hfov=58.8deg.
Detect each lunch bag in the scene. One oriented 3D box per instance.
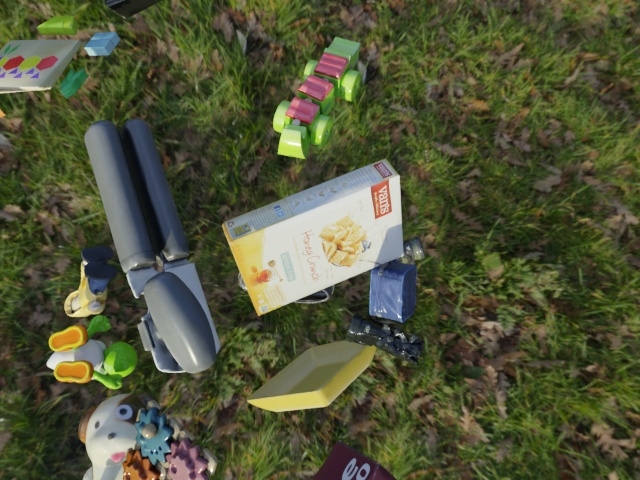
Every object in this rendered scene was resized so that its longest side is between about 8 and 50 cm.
[{"bbox_3d":[0.112,0.076,0.910,0.065,0.067,0.098,8,104,29],"label":"lunch bag"}]

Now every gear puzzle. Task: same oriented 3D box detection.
[{"bbox_3d":[-0.270,0.425,0.875,0.175,0.044,0.338,29,109,30],"label":"gear puzzle"}]

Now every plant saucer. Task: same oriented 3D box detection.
[{"bbox_3d":[-0.008,0.419,1.742,0.333,0.333,0.081,-31,97,-46],"label":"plant saucer"}]

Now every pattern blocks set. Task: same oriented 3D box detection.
[{"bbox_3d":[-0.532,-0.312,1.022,0.325,0.026,0.285,14,58,25],"label":"pattern blocks set"}]

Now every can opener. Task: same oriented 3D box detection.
[{"bbox_3d":[-0.165,-0.002,0.587,0.076,0.095,0.283,-14,82,-41],"label":"can opener"}]

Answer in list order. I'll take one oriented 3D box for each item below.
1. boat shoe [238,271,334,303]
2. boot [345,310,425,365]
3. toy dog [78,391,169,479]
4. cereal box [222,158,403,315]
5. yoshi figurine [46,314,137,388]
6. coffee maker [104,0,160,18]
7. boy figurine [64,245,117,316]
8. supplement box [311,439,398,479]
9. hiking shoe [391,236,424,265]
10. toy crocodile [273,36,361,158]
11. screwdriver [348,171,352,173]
[{"bbox_3d":[-0.102,0.127,1.650,0.285,0.092,0.102,9,102,1],"label":"boat shoe"},{"bbox_3d":[0.086,0.132,0.768,0.099,0.121,0.045,21,81,6],"label":"boot"},{"bbox_3d":[-0.519,0.633,1.621,0.285,0.395,0.407,-11,109,5],"label":"toy dog"},{"bbox_3d":[0.000,0.000,0.796,0.240,0.173,0.047,-22,49,-8],"label":"cereal box"},{"bbox_3d":[-0.666,0.352,1.728,0.203,0.362,0.203,34,76,5],"label":"yoshi figurine"},{"bbox_3d":[-0.334,-0.512,1.113,0.178,0.171,0.120,-15,56,18],"label":"coffee maker"},{"bbox_3d":[-0.626,0.120,1.541,0.092,0.285,0.177,-1,61,-36],"label":"boy figurine"},{"bbox_3d":[0.069,0.307,0.505,0.239,0.073,0.130,47,67,-19],"label":"supplement box"},{"bbox_3d":[0.209,0.047,1.598,0.114,0.227,0.086,-9,72,-10],"label":"hiking shoe"},{"bbox_3d":[-0.003,-0.304,1.181,0.115,0.105,0.340,23,66,12],"label":"toy crocodile"},{"bbox_3d":[0.098,-0.101,1.441,0.024,0.025,0.169,-26,123,-8],"label":"screwdriver"}]
